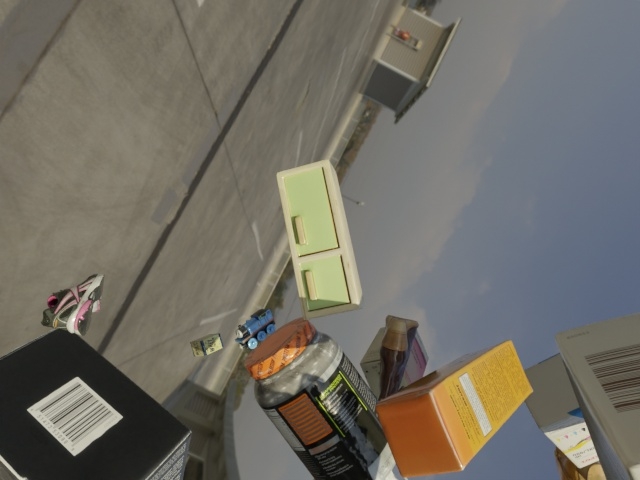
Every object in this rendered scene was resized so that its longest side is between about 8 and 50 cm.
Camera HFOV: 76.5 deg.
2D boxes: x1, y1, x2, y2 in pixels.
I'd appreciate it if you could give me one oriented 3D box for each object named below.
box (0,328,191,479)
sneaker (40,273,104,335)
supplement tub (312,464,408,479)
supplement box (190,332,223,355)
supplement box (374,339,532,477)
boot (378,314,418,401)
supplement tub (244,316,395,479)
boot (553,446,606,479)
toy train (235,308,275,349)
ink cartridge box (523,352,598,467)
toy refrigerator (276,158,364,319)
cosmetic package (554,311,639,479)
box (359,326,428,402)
[{"bbox_3d":[-0.622,0.566,1.037,0.297,0.480,0.471,-37,153,-52],"label":"box"},{"bbox_3d":[-0.450,0.105,0.743,0.178,0.077,0.072,-137,-120,-69],"label":"sneaker"},{"bbox_3d":[0.112,0.844,1.339,0.331,0.241,0.241,-38,-178,-2],"label":"supplement tub"},{"bbox_3d":[-0.423,0.388,1.510,0.083,0.056,0.083,-17,179,42],"label":"supplement box"},{"bbox_3d":[0.167,0.183,0.472,0.233,0.080,0.078,-5,157,-48],"label":"supplement box"},{"bbox_3d":[0.196,0.308,1.081,0.248,0.090,0.206,27,74,-70],"label":"boot"},{"bbox_3d":[0.001,0.323,0.808,0.194,0.316,0.193,-33,-174,4],"label":"supplement tub"},{"bbox_3d":[0.758,0.750,1.206,0.211,0.104,0.295,24,77,-78],"label":"boot"},{"bbox_3d":[-0.263,0.355,1.629,0.184,0.105,0.080,-33,-165,-37],"label":"toy train"},{"bbox_3d":[0.672,0.447,1.080,0.171,0.233,0.168,-38,-156,19],"label":"ink cartridge box"},{"bbox_3d":[0.000,0.000,0.740,0.094,0.102,0.269,29,49,-77],"label":"toy refrigerator"},{"bbox_3d":[0.637,0.347,0.635,0.327,0.393,0.329,-21,-166,20],"label":"cosmetic package"},{"bbox_3d":[0.238,0.378,1.272,0.127,0.148,0.232,-21,-173,29],"label":"box"}]
